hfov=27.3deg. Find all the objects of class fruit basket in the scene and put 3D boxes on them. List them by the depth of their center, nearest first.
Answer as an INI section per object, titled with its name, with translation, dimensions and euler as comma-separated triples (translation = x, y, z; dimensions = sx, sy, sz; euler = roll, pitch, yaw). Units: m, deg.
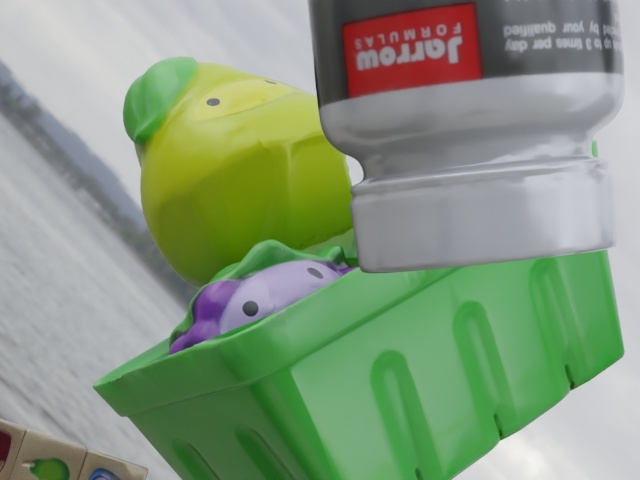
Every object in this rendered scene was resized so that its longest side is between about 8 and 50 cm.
[fruit basket]
translation = 0.000, 0.000, 0.989
dimensions = 0.392, 0.392, 0.283
euler = 48, -33, -13

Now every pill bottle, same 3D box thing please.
[pill bottle]
translation = 0.072, -0.130, 0.688
dimensions = 0.161, 0.161, 0.283
euler = 177, -93, -82

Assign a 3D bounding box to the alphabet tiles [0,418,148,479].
[alphabet tiles]
translation = -0.236, 0.221, 0.810
dimensions = 0.198, 0.237, 0.009
euler = 19, 1, -1
